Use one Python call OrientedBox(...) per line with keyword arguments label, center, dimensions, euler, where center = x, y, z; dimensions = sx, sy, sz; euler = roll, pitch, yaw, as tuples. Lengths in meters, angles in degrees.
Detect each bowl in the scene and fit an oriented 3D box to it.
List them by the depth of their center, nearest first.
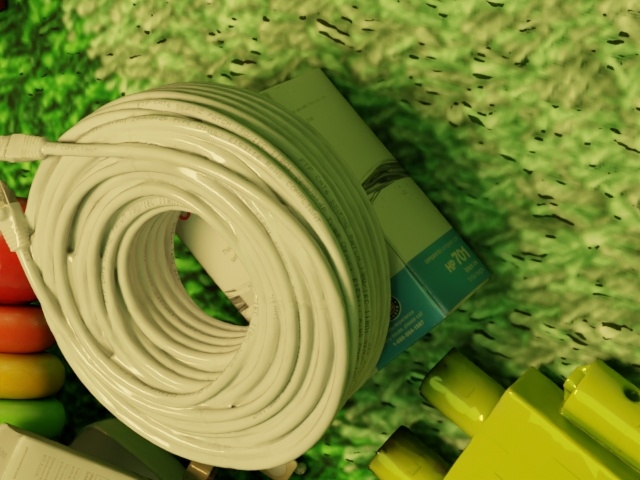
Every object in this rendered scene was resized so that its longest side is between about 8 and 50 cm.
OrientedBox(label="bowl", center=(-0.153, 0.221, 1.219), dimensions=(0.142, 0.053, 0.142), euler=(42, 126, 11))

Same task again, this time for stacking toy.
OrientedBox(label="stacking toy", center=(-0.256, 0.130, 1.168), dimensions=(0.141, 0.141, 0.330), euler=(4, 89, 30))

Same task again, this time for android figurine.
OrientedBox(label="android figurine", center=(0.166, 0.200, 1.013), dimensions=(0.273, 0.056, 0.248), euler=(37, 124, 14))

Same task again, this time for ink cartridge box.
OrientedBox(label="ink cartridge box", center=(0.000, 0.000, 1.013), dimensions=(0.190, 0.082, 0.139), euler=(52, 127, 5))

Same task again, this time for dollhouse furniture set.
OrientedBox(label="dollhouse furniture set", center=(-0.035, 0.140, 1.104), dimensions=(0.081, 0.091, 0.114), euler=(31, 121, -1))

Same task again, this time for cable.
OrientedBox(label="cable", center=(-0.077, 0.024, 0.967), dimensions=(0.257, 0.089, 0.257), euler=(-8, 106, 34))

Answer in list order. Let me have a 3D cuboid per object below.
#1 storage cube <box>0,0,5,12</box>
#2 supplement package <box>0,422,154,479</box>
OrientedBox(label="storage cube", center=(-0.370, -0.238, 1.072), dimensions=(0.184, 0.193, 0.215), euler=(8, 115, 29))
OrientedBox(label="supplement package", center=(-0.164, 0.216, 1.075), dimensions=(0.179, 0.105, 0.105), euler=(25, 170, -18))
